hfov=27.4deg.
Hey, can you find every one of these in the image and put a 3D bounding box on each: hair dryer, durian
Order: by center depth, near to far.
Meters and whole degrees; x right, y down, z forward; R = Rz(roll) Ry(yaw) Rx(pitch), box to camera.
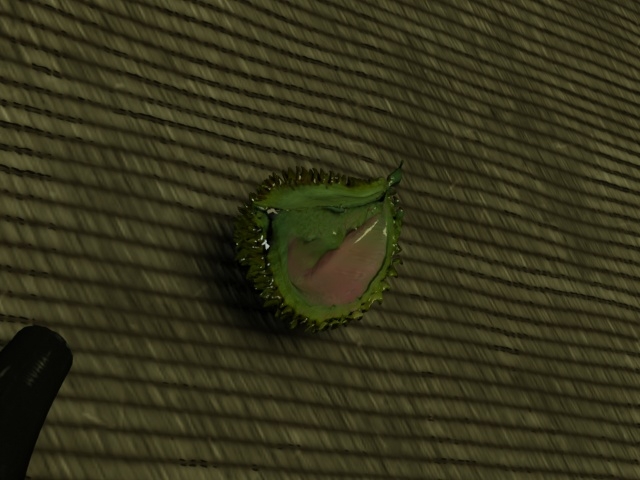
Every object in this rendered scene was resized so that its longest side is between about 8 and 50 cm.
[{"bbox_3d":[-0.290,0.077,0.820,0.271,0.091,0.235,42,35,-12],"label":"hair dryer"},{"bbox_3d":[-0.007,0.002,1.120,0.220,0.095,0.137,-13,112,-49],"label":"durian"}]
